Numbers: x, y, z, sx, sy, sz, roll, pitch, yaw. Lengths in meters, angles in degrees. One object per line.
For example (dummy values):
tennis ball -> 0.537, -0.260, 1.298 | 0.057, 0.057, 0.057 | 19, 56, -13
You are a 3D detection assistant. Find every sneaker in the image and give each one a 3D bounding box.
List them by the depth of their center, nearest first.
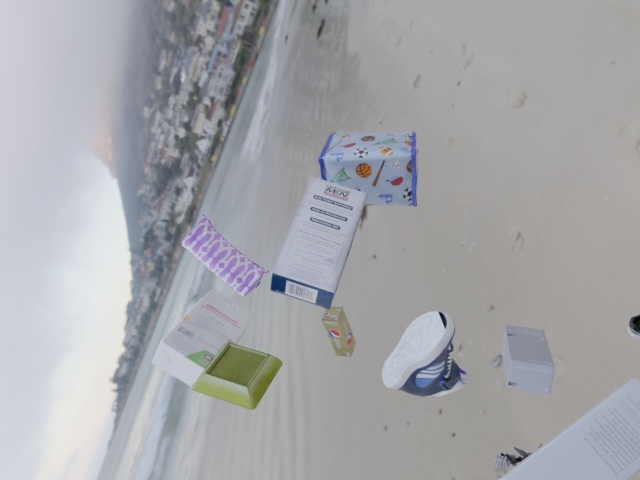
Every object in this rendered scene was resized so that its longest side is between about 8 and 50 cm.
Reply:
sneaker -> 0.824, 0.199, 1.241 | 0.170, 0.074, 0.063 | -14, 57, 39
sneaker -> 0.346, 0.332, 1.477 | 0.323, 0.236, 0.130 | -58, 27, 35

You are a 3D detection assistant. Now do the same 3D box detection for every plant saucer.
plant saucer -> -0.222, 0.347, 1.397 | 0.188, 0.188, 0.045 | -54, -29, -54

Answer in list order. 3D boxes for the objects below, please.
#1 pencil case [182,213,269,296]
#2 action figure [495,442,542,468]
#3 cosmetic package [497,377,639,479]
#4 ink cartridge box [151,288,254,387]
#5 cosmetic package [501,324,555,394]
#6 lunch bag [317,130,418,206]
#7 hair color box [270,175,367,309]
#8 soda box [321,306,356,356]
pencil case -> -0.218, 0.039, 1.189 | 0.088, 0.206, 0.086 | -49, 7, 2
action figure -> 0.596, 0.716, 1.540 | 0.164, 0.141, 0.276 | 29, 75, 42
cosmetic package -> 0.639, 0.556, 1.287 | 0.161, 0.453, 0.230 | 53, 163, 31
ink cartridge box -> -0.402, 0.342, 1.840 | 0.119, 0.207, 0.353 | -61, -4, 31
cosmetic package -> 0.635, 0.363, 1.604 | 0.238, 0.127, 0.107 | -49, -37, -71
lunch bag -> 0.184, -0.272, 1.832 | 0.386, 0.327, 0.239 | -76, -17, -58
hair color box -> 0.000, 0.000, 1.429 | 0.105, 0.173, 0.347 | 103, -174, -56
soda box -> 0.061, 0.294, 1.672 | 0.061, 0.058, 0.181 | -64, -35, -43
